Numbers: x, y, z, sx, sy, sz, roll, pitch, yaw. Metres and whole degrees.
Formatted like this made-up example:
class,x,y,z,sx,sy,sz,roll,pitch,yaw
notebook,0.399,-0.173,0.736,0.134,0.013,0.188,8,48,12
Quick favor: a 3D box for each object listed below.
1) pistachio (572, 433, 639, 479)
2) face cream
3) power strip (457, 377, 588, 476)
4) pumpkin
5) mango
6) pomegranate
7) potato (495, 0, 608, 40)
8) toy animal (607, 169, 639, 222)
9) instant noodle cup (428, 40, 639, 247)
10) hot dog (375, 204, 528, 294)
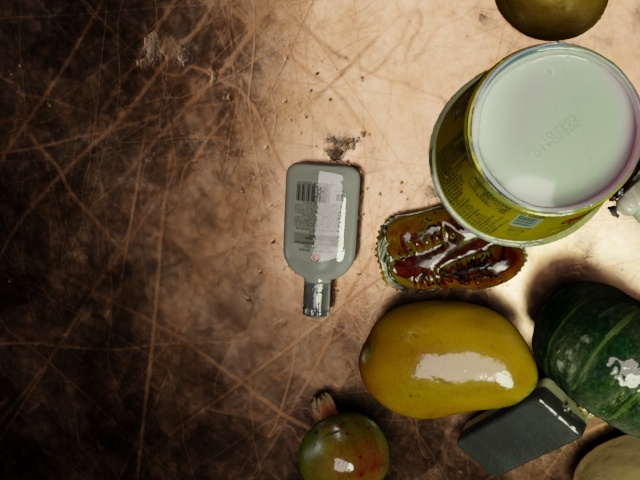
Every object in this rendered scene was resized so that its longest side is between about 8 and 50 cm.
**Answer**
class,x,y,z,sx,sy,sz,roll,pitch,yaw
pistachio,0.593,0.439,1.238,0.260,0.163,0.212,15,83,22
face cream,0.000,0.000,1.311,0.144,0.071,0.291,4,101,12
power strip,0.363,0.338,1.249,0.105,0.070,0.256,41,138,1
pumpkin,0.493,0.202,1.136,0.300,0.300,0.207,30,99,5
mango,0.223,0.212,1.240,0.317,0.173,0.211,-3,79,23
pomegranate,0.037,0.393,1.345,0.180,0.180,0.209,-32,57,15
potato,0.376,-0.418,1.115,0.178,0.158,0.203,-29,98,16
toy animal,0.635,-0.019,1.102,0.310,0.247,0.183,45,115,11
instant noodle cup,0.337,-0.152,1.088,0.325,0.254,0.325,0,88,7
hot dog,0.235,0.016,1.262,0.270,0.082,0.162,-7,98,14
